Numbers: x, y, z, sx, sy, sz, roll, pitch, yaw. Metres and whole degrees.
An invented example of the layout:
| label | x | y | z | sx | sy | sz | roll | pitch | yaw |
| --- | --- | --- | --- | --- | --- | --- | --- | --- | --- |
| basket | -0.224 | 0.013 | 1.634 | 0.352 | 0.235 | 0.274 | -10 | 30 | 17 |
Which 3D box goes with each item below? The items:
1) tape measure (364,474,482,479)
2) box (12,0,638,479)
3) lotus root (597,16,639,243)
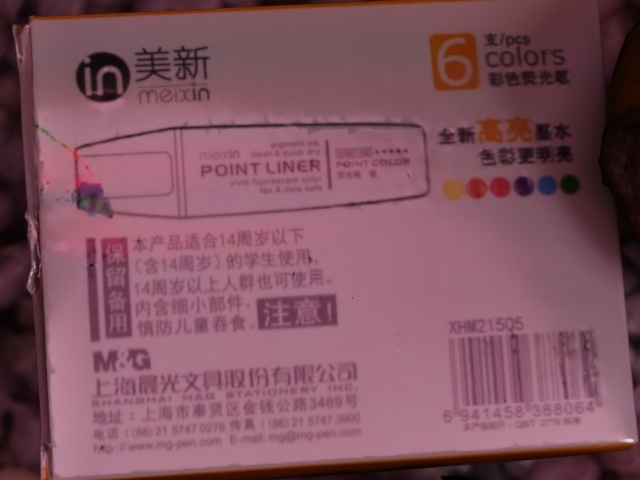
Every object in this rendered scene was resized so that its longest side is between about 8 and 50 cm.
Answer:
| label | x | y | z | sx | sy | sz | roll | pitch | yaw |
| --- | --- | --- | --- | --- | --- | --- | --- | --- | --- |
| tape measure | 0.054 | 0.200 | 0.797 | 0.199 | 0.112 | 0.186 | 32 | 88 | -6 |
| box | 0.000 | 0.000 | 0.827 | 0.274 | 0.091 | 0.221 | -1 | 81 | -6 |
| lotus root | 0.203 | -0.036 | 0.786 | 0.180 | 0.199 | 0.188 | -27 | 48 | -33 |
